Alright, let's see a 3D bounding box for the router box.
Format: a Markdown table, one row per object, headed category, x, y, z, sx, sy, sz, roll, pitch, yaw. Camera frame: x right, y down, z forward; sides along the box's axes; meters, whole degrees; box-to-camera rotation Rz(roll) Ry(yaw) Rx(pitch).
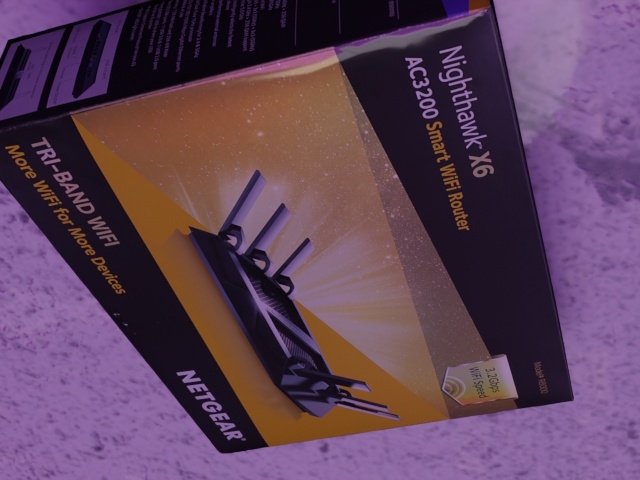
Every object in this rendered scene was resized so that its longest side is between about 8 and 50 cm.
| category | x | y | z | sx | sy | sz | roll | pitch | yaw |
| --- | --- | --- | --- | --- | --- | --- | --- | --- | --- |
| router box | 0.000 | 0.000 | 0.514 | 0.242 | 0.081 | 0.309 | -12 | 137 | 14 |
